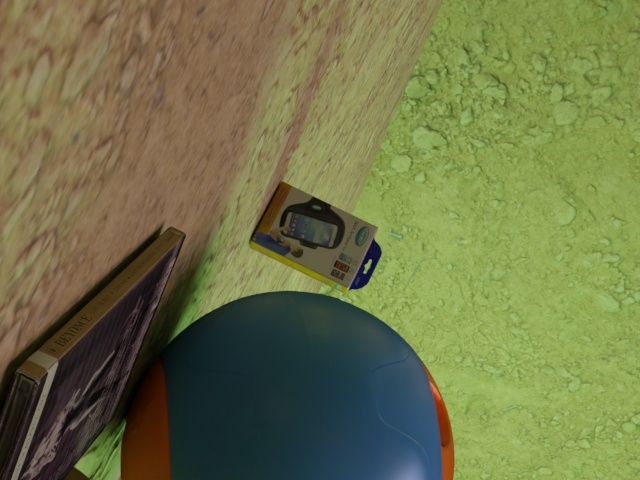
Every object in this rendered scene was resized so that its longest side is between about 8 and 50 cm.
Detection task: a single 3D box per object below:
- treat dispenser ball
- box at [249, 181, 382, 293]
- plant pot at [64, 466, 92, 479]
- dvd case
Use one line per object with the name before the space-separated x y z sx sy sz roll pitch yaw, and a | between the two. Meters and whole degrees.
treat dispenser ball | -0.027 0.188 0.958 0.288 0.288 0.288 25 90 -86
box | 0.000 0.000 1.218 0.028 0.136 0.081 104 11 -70
plant pot | -0.175 0.222 0.762 0.083 0.081 0.081 -47 166 -36
dvd case | -0.153 0.097 0.683 0.164 0.018 0.221 -65 177 24
